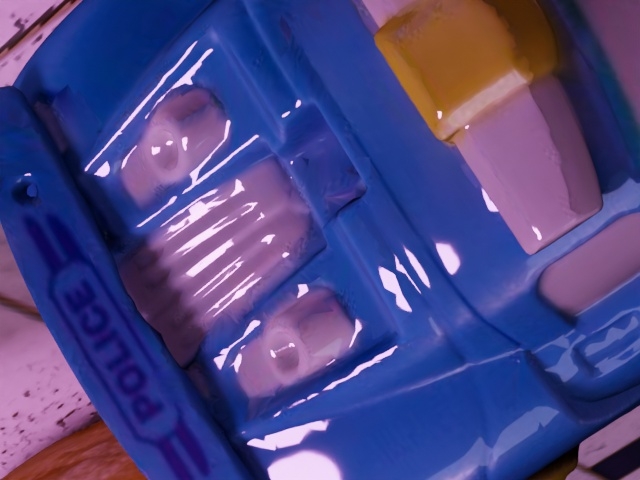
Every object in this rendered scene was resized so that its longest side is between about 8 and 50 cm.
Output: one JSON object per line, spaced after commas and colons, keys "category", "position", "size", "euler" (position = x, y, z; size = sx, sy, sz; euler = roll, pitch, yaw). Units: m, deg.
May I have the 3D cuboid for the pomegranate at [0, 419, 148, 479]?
{"category": "pomegranate", "position": [-0.043, 0.258, 0.786], "size": [0.410, 0.410, 0.410], "euler": [-21, 152, -12]}

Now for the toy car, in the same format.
{"category": "toy car", "position": [0.061, -0.048, 0.479], "size": [0.314, 0.198, 0.166], "euler": [-33, 170, 14]}
